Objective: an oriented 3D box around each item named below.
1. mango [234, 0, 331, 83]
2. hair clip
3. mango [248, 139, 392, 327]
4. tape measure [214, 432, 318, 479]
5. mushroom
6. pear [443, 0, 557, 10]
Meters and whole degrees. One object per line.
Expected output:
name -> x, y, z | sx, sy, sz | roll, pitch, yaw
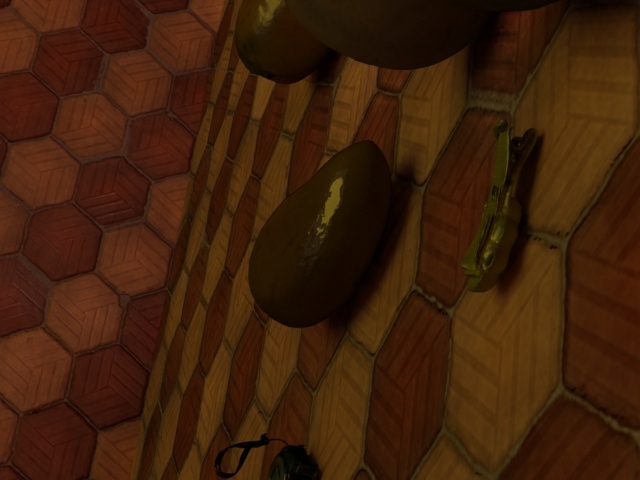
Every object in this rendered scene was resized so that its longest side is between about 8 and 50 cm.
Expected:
mango -> -0.028, -0.450, 1.898 | 0.365, 0.182, 0.253 | -50, 24, 32
hair clip -> 0.177, -0.030, 1.031 | 0.072, 0.046, 0.173 | 137, 147, -78
mango -> -0.001, 0.008, 1.433 | 0.331, 0.142, 0.195 | 134, 143, -55
tape measure -> -0.089, 0.328, 1.406 | 0.104, 0.180, 0.107 | 33, 107, 56
mushroom -> 0.083, -0.341, 1.278 | 0.290, 0.292, 0.292 | 95, -173, -83
pear -> 0.182, -0.381, 0.957 | 0.375, 0.287, 0.287 | -64, 10, -25
